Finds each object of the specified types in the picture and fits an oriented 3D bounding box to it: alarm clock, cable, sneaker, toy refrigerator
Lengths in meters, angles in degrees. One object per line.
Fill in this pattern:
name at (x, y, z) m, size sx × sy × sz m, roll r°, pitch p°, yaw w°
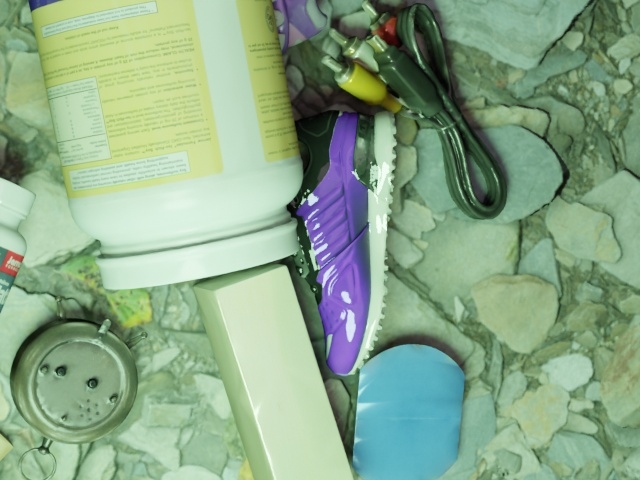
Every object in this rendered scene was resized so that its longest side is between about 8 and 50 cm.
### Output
alarm clock at (-0.265, 0.166, 1.577) m, size 0.129 × 0.064 × 0.192 m, roll 24°, pitch 87°, yaw -18°
cable at (0.123, -0.153, 1.713) m, size 0.287 × 0.072 × 0.139 m, roll 49°, pitch 60°, yaw -26°
sneaker at (0.000, 0.000, 1.646) m, size 0.146 × 0.102 × 0.293 m, roll 4°, pitch 94°, yaw -5°
toy refrigerator at (-0.045, 0.163, 1.627) m, size 0.094 × 0.102 × 0.269 m, roll -20°, pitch 97°, yaw -17°
sneaker at (-0.051, -0.313, 1.621) m, size 0.104 × 0.095 × 0.236 m, roll -17°, pitch 102°, yaw -24°

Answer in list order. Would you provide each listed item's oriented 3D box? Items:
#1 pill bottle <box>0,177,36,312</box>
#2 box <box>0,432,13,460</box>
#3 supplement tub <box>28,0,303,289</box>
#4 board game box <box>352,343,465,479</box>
pill bottle at (-0.358, 0.021, 1.515) m, size 0.108 × 0.108 × 0.180 m, roll 23°, pitch 85°, yaw -18°
box at (-0.443, 0.227, 1.538) m, size 0.201 × 0.021 × 0.164 m, roll -45°, pitch 104°, yaw -12°
supplement tub at (-0.150, -0.133, 1.510) m, size 0.241 × 0.241 × 0.331 m, roll -12°, pitch 95°, yaw -18°
board game box at (0.094, 0.198, 1.712) m, size 0.133 × 0.033 × 0.169 m, roll 2°, pitch 96°, yaw -23°
